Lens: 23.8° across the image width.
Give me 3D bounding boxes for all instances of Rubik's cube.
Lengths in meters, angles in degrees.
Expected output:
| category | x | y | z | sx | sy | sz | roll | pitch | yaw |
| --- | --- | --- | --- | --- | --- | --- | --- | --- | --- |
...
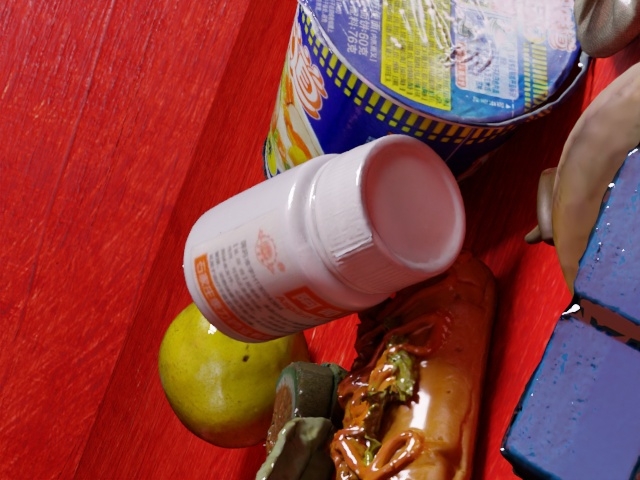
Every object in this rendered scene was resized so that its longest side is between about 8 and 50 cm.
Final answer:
| category | x | y | z | sx | sy | sz | roll | pitch | yaw |
| --- | --- | --- | --- | --- | --- | --- | --- | --- | --- |
| Rubik's cube | 0.223 | 0.070 | 0.711 | 0.167 | 0.180 | 0.183 | 31 | 100 | 47 |

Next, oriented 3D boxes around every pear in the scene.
| category | x | y | z | sx | sy | sz | roll | pitch | yaw |
| --- | --- | --- | --- | --- | --- | --- | --- | --- | --- |
| pear | -0.097 | 0.148 | 1.787 | 0.198 | 0.198 | 0.198 | -161 | 90 | -74 |

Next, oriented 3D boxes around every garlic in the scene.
| category | x | y | z | sx | sy | sz | roll | pitch | yaw |
| --- | --- | --- | --- | --- | --- | --- | --- | --- | --- |
| garlic | 0.276 | -0.035 | 0.900 | 0.338 | 0.151 | 0.196 | -32 | 67 | 54 |

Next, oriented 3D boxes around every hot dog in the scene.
| category | x | y | z | sx | sy | sz | roll | pitch | yaw |
| --- | --- | --- | --- | --- | --- | --- | --- | --- | --- |
| hot dog | 0.068 | 0.163 | 1.324 | 0.158 | 0.117 | 0.349 | 138 | 148 | -58 |

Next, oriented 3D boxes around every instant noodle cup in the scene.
| category | x | y | z | sx | sy | sz | roll | pitch | yaw |
| --- | --- | --- | --- | --- | --- | --- | --- | --- | --- |
| instant noodle cup | 0.070 | -0.145 | 1.449 | 0.312 | 0.284 | 0.284 | 119 | 163 | -57 |

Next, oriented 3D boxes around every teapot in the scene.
| category | x | y | z | sx | sy | sz | roll | pitch | yaw |
| --- | --- | --- | --- | --- | --- | --- | --- | --- | --- |
| teapot | 0.208 | -0.016 | 1.160 | 0.121 | 0.076 | 0.068 | -1 | 79 | 42 |

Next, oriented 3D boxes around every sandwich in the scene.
| category | x | y | z | sx | sy | sz | roll | pitch | yaw |
| --- | --- | --- | --- | --- | --- | --- | --- | --- | --- |
| sandwich | -0.016 | 0.190 | 1.593 | 0.159 | 0.079 | 0.235 | -60 | 9 | 19 |

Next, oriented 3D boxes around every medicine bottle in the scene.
| category | x | y | z | sx | sy | sz | roll | pitch | yaw |
| --- | --- | --- | --- | --- | --- | --- | --- | --- | --- |
| medicine bottle | 0.000 | 0.000 | 1.348 | 0.252 | 0.144 | 0.144 | -26 | 45 | 47 |

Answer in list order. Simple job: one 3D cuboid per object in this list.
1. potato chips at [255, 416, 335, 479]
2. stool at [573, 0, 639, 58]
| category | x | y | z | sx | sy | sz | roll | pitch | yaw |
| --- | --- | --- | --- | --- | --- | --- | --- | --- | --- |
| potato chips | -0.032 | 0.375 | 1.368 | 0.373 | 0.097 | 0.389 | 82 | -165 | -64 |
| stool | 0.220 | -0.358 | 1.237 | 0.310 | 0.226 | 0.310 | -84 | 21 | -44 |
